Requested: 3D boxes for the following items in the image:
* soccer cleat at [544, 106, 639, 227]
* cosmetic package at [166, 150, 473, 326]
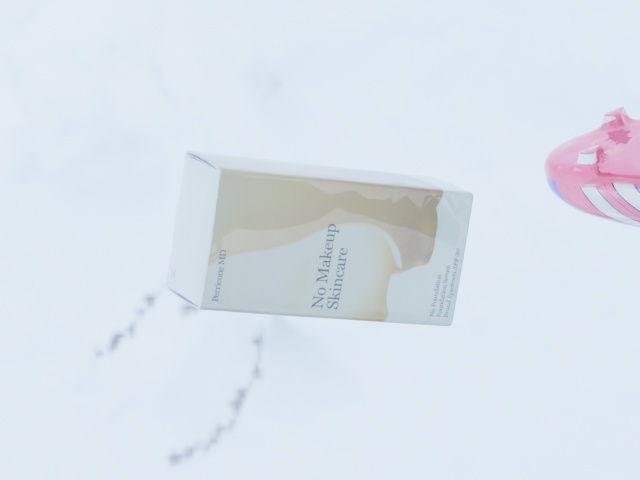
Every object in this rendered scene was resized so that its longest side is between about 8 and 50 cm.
[{"bbox_3d":[0.228,-0.013,0.913,0.248,0.083,0.095,1,118,24],"label":"soccer cleat"},{"bbox_3d":[0.000,0.000,0.775,0.115,0.041,0.060,3,100,-25],"label":"cosmetic package"}]
